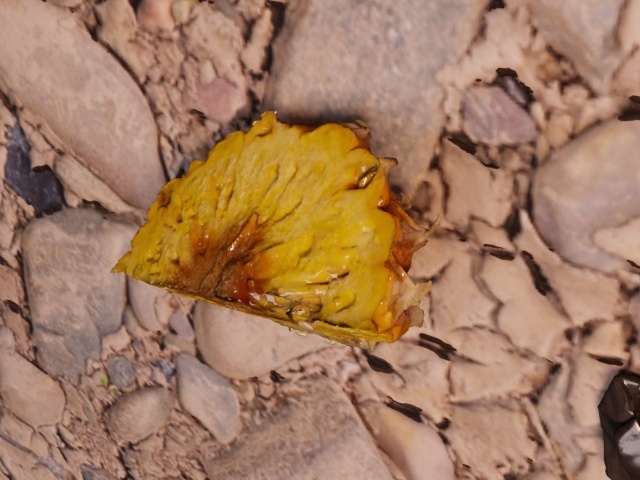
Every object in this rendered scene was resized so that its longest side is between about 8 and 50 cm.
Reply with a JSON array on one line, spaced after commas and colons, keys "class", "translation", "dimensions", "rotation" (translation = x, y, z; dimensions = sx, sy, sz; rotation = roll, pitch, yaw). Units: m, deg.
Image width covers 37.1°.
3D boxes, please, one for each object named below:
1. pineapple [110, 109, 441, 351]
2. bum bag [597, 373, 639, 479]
[{"class": "pineapple", "translation": [0.004, 0.000, 0.640], "dimensions": [0.164, 0.140, 0.249], "rotation": [25, 167, -37]}, {"class": "bum bag", "translation": [0.244, 0.155, 0.566], "dimensions": [0.197, 0.049, 0.087], "rotation": [31, 130, 38]}]
